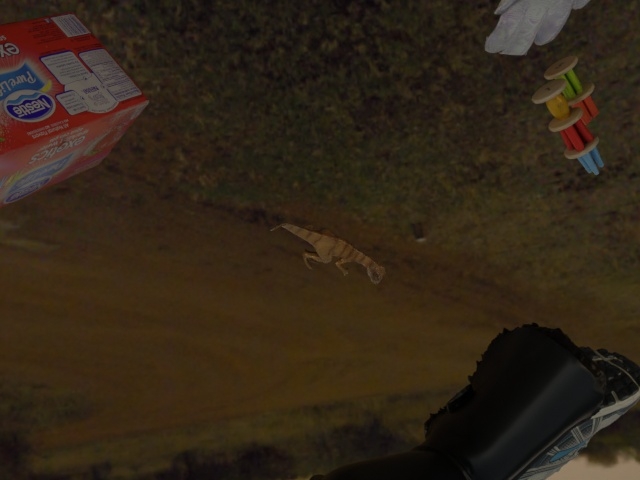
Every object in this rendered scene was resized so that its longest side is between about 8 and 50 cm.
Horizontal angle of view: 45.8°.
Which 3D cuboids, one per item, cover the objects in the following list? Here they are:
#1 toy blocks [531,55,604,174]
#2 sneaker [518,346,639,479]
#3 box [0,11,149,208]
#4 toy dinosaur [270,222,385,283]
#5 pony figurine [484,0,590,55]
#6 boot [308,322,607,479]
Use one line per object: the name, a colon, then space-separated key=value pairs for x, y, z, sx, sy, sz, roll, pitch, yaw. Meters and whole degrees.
toy blocks: x=0.377 y=-0.179 z=1.110 sx=0.054 sy=0.123 sz=0.148 roll=-18 pitch=117 yaw=44
sneaker: x=0.300 y=0.243 z=0.998 sx=0.282 sy=0.110 sz=0.122 roll=-25 pitch=127 yaw=-10
box: x=-0.306 y=-0.115 z=0.722 sx=0.122 sy=0.128 sz=0.257 roll=-41 pitch=-179 yaw=34
toy dinosaur: x=0.000 y=0.000 z=1.069 sx=0.211 sy=0.064 sz=0.112 roll=23 pitch=165 yaw=-28
pony figurine: x=0.339 y=-0.307 z=0.669 sx=0.302 sy=0.364 sz=0.351 roll=11 pitch=146 yaw=-12
boot: x=0.099 y=0.138 z=0.518 sx=0.207 sy=0.094 sz=0.246 roll=-44 pitch=158 yaw=-1
